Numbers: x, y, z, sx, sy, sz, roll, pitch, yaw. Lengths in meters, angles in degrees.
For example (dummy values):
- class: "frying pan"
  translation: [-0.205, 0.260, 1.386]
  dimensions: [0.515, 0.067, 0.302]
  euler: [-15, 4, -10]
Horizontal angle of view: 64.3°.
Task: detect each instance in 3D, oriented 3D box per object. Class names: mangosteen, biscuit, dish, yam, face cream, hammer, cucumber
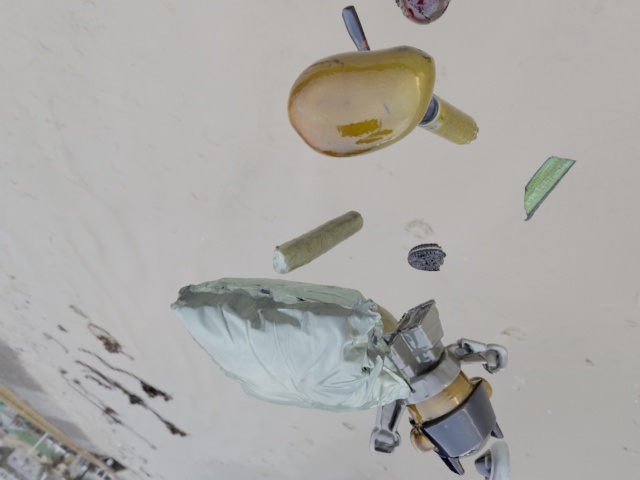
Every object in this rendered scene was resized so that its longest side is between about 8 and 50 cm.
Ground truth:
- class: "mangosteen"
  translation: [0.307, -0.711, 1.461]
  dimensions: [0.166, 0.180, 0.166]
  euler: [59, 177, 6]
- class: "biscuit"
  translation: [0.207, 0.033, 0.963]
  dimensions: [0.089, 0.027, 0.087]
  euler: [20, 150, -27]
- class: "dish"
  translation: [0.452, 0.606, 1.369]
  dimensions: [0.078, 0.141, 0.141]
  euler: [7, 142, 8]
- class: "yam"
  translation: [0.000, 0.000, 1.402]
  dimensions: [0.083, 0.372, 0.083]
  euler: [14, 115, 33]
- class: "face cream"
  translation: [0.417, -0.376, 1.636]
  dimensions: [0.105, 0.104, 0.349]
  euler: [6, -179, 40]
- class: "hammer"
  translation: [0.131, -0.502, 1.387]
  dimensions: [0.137, 0.037, 0.289]
  euler: [-11, 106, 58]
- class: "cucumber"
  translation: [0.619, -0.155, 1.417]
  dimensions: [0.070, 0.046, 0.220]
  euler: [48, 132, 26]

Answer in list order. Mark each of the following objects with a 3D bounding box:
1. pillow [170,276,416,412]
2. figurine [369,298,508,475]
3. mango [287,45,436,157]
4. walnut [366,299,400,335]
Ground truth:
- class: "pillow"
  translation: [-0.028, 0.166, 0.763]
  dimensions: [0.310, 0.138, 0.283]
  euler: [-1, 139, 21]
- class: "figurine"
  translation: [0.205, 0.273, 0.918]
  dimensions: [0.309, 0.308, 0.143]
  euler: [33, -173, 7]
- class: "mango"
  translation: [0.081, -0.282, 1.036]
  dimensions: [0.318, 0.173, 0.211]
  euler: [-11, 95, 27]
- class: "walnut"
  translation: [0.151, 0.316, 1.629]
  dimensions: [0.283, 0.283, 0.227]
  euler: [38, 106, -2]
